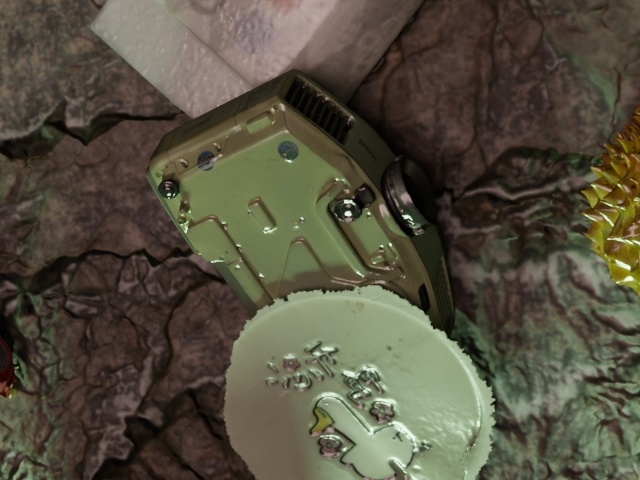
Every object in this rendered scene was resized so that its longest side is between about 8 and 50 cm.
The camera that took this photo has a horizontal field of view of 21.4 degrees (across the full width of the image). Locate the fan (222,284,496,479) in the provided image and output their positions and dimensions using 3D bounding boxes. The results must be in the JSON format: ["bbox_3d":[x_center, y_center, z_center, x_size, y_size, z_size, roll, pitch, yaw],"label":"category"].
[{"bbox_3d":[0.078,0.209,1.440,0.233,0.012,0.414,-30,106,26],"label":"fan"}]

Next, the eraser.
[{"bbox_3d":[0.001,-0.267,1.390,0.213,0.082,0.397,42,111,9],"label":"eraser"}]

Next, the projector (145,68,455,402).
[{"bbox_3d":[0.000,0.000,1.400,0.193,0.088,0.269,-25,113,23],"label":"projector"}]

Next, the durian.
[{"bbox_3d":[0.287,-0.014,1.326,0.132,0.165,0.182,-33,114,-7],"label":"durian"}]

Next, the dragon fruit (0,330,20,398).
[{"bbox_3d":[-0.313,0.121,1.596,0.056,0.060,0.083,-18,65,24],"label":"dragon fruit"}]
